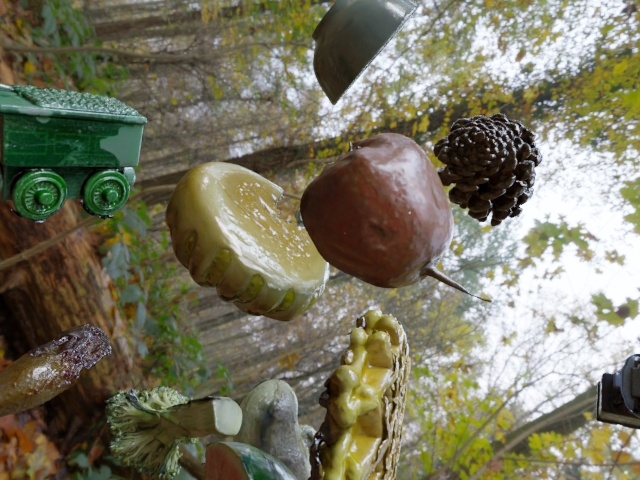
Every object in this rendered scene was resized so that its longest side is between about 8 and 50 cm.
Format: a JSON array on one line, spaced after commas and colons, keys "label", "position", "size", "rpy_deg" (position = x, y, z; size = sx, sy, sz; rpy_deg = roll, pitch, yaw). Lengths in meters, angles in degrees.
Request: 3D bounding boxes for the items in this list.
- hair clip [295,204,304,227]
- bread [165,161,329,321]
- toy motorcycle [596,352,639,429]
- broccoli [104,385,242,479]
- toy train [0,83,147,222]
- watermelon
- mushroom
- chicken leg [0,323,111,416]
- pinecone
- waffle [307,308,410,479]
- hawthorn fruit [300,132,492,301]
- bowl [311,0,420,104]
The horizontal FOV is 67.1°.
[{"label": "hair clip", "position": [0.000, 0.000, 1.079], "size": [0.049, 0.115, 0.172], "rpy_deg": [-133, -138, -63]}, {"label": "bread", "position": [-0.139, 0.008, 0.887], "size": [0.160, 0.332, 0.333], "rpy_deg": [-44, -120, 27]}, {"label": "toy motorcycle", "position": [0.669, 0.279, 0.799], "size": [0.358, 0.125, 0.213], "rpy_deg": [5, -29, 27]}, {"label": "broccoli", "position": [-0.319, 0.442, 1.156], "size": [0.360, 0.221, 0.252], "rpy_deg": [-5, -50, 25]}, {"label": "toy train", "position": [-0.437, -0.144, 0.813], "size": [0.145, 0.265, 0.202], "rpy_deg": [29, -65, 32]}, {"label": "watermelon", "position": [-0.089, 0.396, 0.790], "size": [0.231, 0.146, 0.129], "rpy_deg": [43, -64, 50]}, {"label": "mushroom", "position": [-0.115, 0.556, 1.299], "size": [0.130, 0.247, 0.345], "rpy_deg": [103, -18, -82]}, {"label": "chicken leg", "position": [-0.478, 0.226, 0.798], "size": [0.083, 0.177, 0.322], "rpy_deg": [63, 10, -8]}, {"label": "pinecone", "position": [0.402, -0.168, 1.154], "size": [0.244, 0.244, 0.309], "rpy_deg": [50, -3, 44]}, {"label": "waffle", "position": [0.078, 0.296, 0.751], "size": [0.382, 0.095, 0.380], "rpy_deg": [49, 50, -66]}, {"label": "hawthorn fruit", "position": [0.058, -0.009, 0.474], "size": [0.149, 0.149, 0.189], "rpy_deg": [140, -64, -68]}, {"label": "bowl", "position": [0.074, -0.464, 1.093], "size": [0.146, 0.289, 0.289], "rpy_deg": [41, -19, -9]}]
